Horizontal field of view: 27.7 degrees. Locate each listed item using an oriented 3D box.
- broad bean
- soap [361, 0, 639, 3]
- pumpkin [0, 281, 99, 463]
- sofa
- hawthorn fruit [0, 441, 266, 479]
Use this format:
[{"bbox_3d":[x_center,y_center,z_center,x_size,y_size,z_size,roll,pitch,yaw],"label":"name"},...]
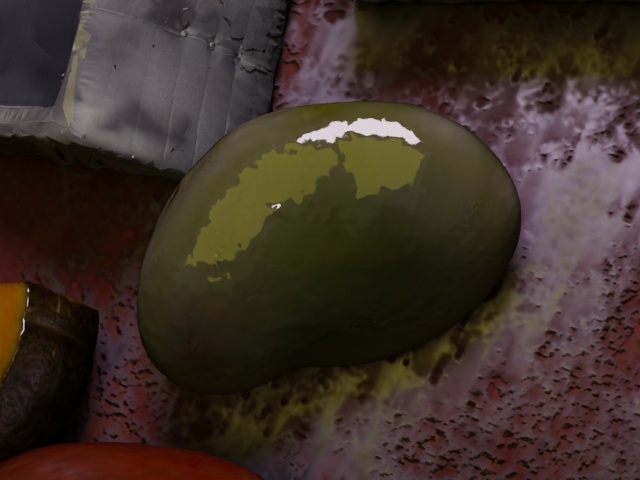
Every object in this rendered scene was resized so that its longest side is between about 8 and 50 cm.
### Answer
[{"bbox_3d":[0.000,0.000,0.863,0.263,0.121,0.189,-19,111,3],"label":"broad bean"},{"bbox_3d":[0.167,-0.306,0.844,0.335,0.156,0.293,4,93,17],"label":"soap"},{"bbox_3d":[-0.266,0.095,0.934,0.248,0.126,0.131,5,78,32],"label":"pumpkin"},{"bbox_3d":[-0.158,-0.145,0.951,0.225,0.176,0.210,4,83,44],"label":"sofa"},{"bbox_3d":[-0.125,0.255,0.799,0.295,0.295,0.311,-46,55,5],"label":"hawthorn fruit"}]
